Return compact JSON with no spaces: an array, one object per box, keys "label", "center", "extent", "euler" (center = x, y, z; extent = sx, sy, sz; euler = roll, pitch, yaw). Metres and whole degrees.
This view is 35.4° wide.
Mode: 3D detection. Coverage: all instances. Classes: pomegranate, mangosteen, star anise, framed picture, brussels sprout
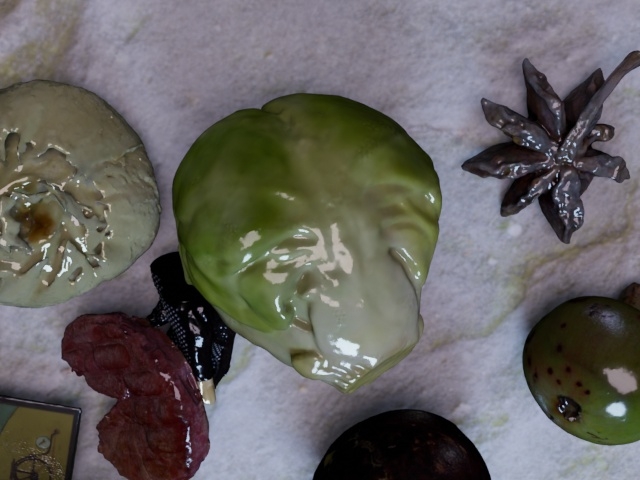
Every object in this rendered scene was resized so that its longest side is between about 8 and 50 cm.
[{"label":"pomegranate","center":[0.346,0.143,1.164],"extent":[0.210,0.179,0.179],"euler":[-18,102,-14]},{"label":"mangosteen","center":[0.109,0.319,1.128],"extent":[0.228,0.265,0.228],"euler":[-27,138,-27]},{"label":"star anise","center":[0.277,-0.116,1.144],"extent":[0.209,0.089,0.231],"euler":[11,112,-15]},{"label":"framed picture","center":[-0.457,0.276,1.175],"extent":[0.323,0.013,0.244],"euler":[10,108,-7]},{"label":"brussels sprout","center":[0.002,-0.011,1.046],"extent":[0.316,0.242,0.274],"euler":[43,50,-8]}]

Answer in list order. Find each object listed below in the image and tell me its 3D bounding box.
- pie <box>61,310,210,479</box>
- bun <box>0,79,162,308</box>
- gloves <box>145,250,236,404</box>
[{"label":"pie","center":[-0.206,0.178,1.123],"extent":[0.054,0.204,0.219],"euler":[-29,117,-44]},{"label":"bun","center":[-0.307,-0.046,1.074],"extent":[0.259,0.152,0.259],"euler":[-1,104,-5]},{"label":"gloves","center":[-0.146,0.114,1.147],"extent":[0.129,0.106,0.181],"euler":[23,130,29]}]
